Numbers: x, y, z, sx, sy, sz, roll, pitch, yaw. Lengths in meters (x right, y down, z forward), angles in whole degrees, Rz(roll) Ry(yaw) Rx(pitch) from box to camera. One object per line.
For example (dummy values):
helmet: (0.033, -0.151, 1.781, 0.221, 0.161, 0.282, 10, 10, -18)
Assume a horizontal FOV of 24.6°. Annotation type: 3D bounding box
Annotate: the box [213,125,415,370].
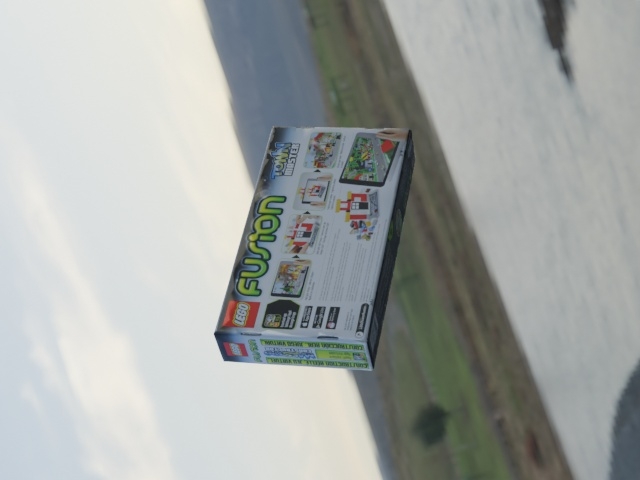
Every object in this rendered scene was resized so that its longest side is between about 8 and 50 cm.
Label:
box: (0.000, 0.000, 1.094, 0.036, 0.114, 0.207, 75, -158, -48)
